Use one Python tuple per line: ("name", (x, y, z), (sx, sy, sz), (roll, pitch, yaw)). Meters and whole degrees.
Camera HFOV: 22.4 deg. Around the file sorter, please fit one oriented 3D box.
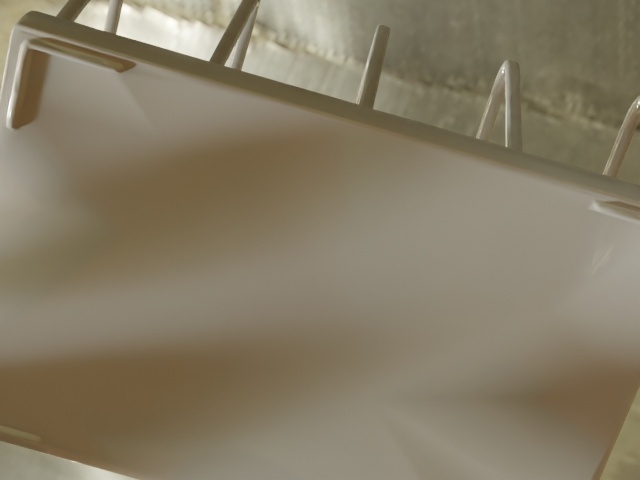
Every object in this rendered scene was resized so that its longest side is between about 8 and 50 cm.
("file sorter", (0.000, 0.000, 0.733), (0.278, 0.173, 0.193), (16, 117, -2))
